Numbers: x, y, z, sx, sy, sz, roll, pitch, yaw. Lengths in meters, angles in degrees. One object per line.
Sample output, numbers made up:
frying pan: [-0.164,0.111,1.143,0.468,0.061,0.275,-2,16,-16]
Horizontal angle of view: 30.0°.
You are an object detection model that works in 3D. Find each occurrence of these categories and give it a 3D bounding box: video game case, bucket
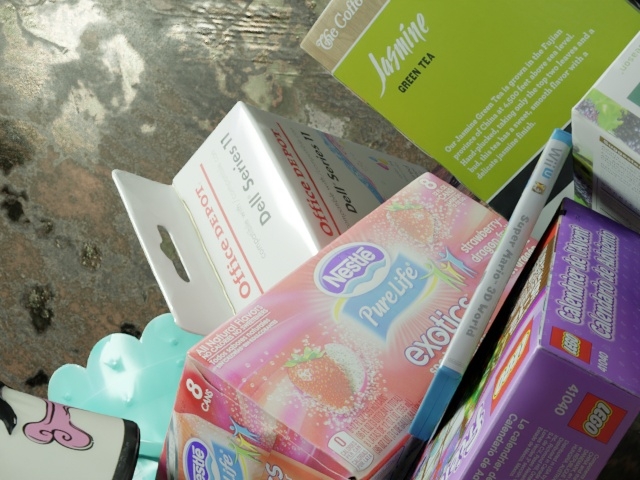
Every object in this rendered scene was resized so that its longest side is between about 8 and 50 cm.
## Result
video game case: [0.099,0.028,0.700,0.166,0.015,0.119,-61,-9,-24]
bucket: [-0.129,0.215,1.195,0.281,0.183,0.281,-19,-32,-12]

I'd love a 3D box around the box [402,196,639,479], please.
box: [0.084,0.139,0.660,0.293,0.057,0.201,-65,-3,25]

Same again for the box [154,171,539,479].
box: [0.036,0.094,0.863,0.300,0.142,0.154,-37,-26,-44]

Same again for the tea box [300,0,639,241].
tea box: [0.215,-0.200,1.035,0.220,0.323,0.329,-47,4,39]

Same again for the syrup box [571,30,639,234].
syrup box: [0.213,-0.048,0.698,0.093,0.096,0.237,-50,-19,-2]

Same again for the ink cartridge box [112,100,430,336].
ink cartridge box: [0.000,0.000,1.118,0.353,0.207,0.119,14,-52,-46]

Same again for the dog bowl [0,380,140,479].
dog bowl: [-0.289,0.266,0.798,0.408,0.150,0.408,-55,11,15]

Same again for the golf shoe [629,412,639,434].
golf shoe: [0.222,0.042,0.644,0.176,0.069,0.086,-45,-15,-9]
